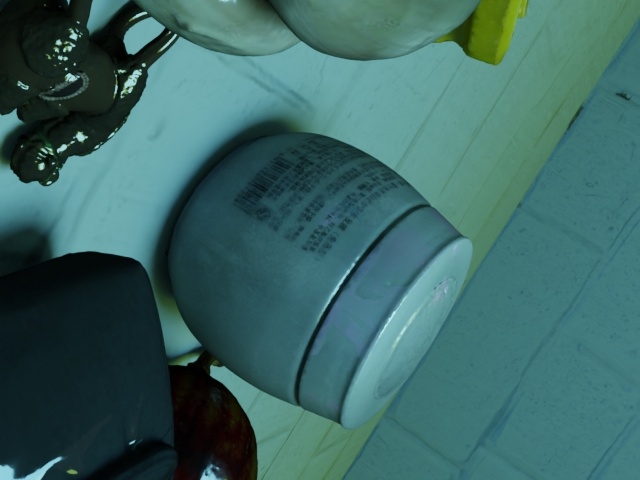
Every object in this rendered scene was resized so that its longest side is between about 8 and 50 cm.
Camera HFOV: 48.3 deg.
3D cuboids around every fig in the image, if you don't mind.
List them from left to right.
[{"bbox_3d":[-0.170,0.207,0.822,0.321,0.216,0.217,-83,-164,-66],"label":"fig"}]

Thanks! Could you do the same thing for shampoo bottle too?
[{"bbox_3d":[0.000,0.038,0.759,0.273,0.266,0.273,-44,156,-26],"label":"shampoo bottle"}]

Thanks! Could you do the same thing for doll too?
[{"bbox_3d":[-0.164,-0.109,0.473,0.165,0.057,0.139,-54,163,8],"label":"doll"}]

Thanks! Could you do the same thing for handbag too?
[{"bbox_3d":[-0.223,0.175,0.475,0.301,0.177,0.275,-27,111,-50],"label":"handbag"}]

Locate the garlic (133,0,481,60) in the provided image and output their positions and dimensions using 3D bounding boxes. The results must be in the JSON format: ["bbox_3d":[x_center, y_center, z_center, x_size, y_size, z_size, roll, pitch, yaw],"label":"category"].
[{"bbox_3d":[-0.021,-0.209,0.379,0.292,0.210,0.238,-55,136,-47],"label":"garlic"}]

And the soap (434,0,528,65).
[{"bbox_3d":[0.086,-0.302,0.530,0.096,0.204,0.324,-58,164,-27],"label":"soap"}]
